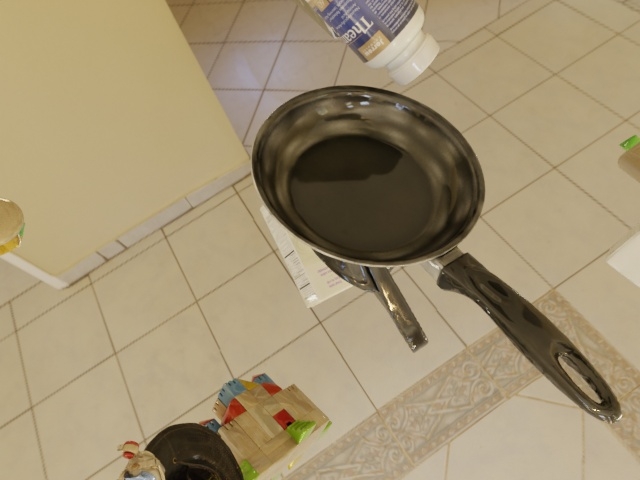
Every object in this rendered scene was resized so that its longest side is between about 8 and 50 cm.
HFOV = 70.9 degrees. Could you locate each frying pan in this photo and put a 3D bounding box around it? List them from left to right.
[{"bbox_3d":[0.093,-0.025,0.371,0.326,0.053,0.197,32,59,12],"label":"frying pan"}]

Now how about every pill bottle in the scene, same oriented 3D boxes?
[{"bbox_3d":[0.048,-0.197,0.398,0.067,0.120,0.067,-42,22,21],"label":"pill bottle"}]

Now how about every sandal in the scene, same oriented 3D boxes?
[{"bbox_3d":[0.064,0.047,0.917,0.107,0.167,0.446,-32,90,1],"label":"sandal"}]

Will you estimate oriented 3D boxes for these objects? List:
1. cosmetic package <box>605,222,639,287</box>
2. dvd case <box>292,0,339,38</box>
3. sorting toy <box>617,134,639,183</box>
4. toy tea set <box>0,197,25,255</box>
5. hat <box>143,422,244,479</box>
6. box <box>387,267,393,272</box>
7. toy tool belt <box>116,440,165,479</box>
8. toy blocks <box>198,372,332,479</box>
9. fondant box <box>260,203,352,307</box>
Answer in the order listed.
[{"bbox_3d":[0.654,0.075,0.820,0.231,0.117,0.085,45,123,19],"label":"cosmetic package"},{"bbox_3d":[-0.055,-0.414,0.624,0.029,0.238,0.179,-39,64,3],"label":"dvd case"},{"bbox_3d":[0.660,-0.181,0.817,0.047,0.348,0.196,42,118,-1],"label":"sorting toy"},{"bbox_3d":[-0.504,0.041,0.597,0.200,0.124,0.336,9,52,-10],"label":"toy tea set"},{"bbox_3d":[-0.246,0.492,0.788,0.134,0.331,0.331,-33,59,7],"label":"hat"},{"bbox_3d":[0.129,-0.020,1.640,0.294,0.183,0.296,27,43,-4],"label":"box"},{"bbox_3d":[-0.232,0.299,0.572,0.052,0.083,0.051,-9,39,9],"label":"toy tool belt"},{"bbox_3d":[-0.166,0.468,1.174,0.261,0.381,0.191,37,115,25],"label":"toy blocks"},{"bbox_3d":[0.000,0.000,1.341,0.238,0.096,0.330,-22,82,-34],"label":"fondant box"}]
